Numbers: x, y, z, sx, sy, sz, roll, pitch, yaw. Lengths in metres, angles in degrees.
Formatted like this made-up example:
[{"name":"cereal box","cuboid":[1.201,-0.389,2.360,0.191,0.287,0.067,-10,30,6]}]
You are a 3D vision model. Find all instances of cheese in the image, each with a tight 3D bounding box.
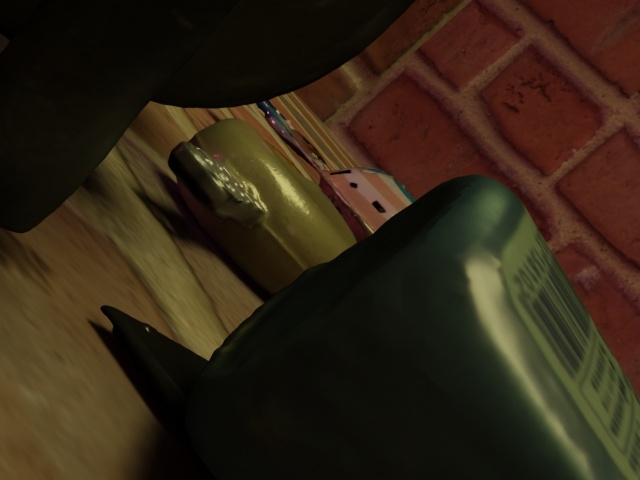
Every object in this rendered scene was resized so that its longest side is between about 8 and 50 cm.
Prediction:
[{"name":"cheese","cuboid":[0.033,-0.018,1.169,0.286,0.074,0.189,49,3,21]},{"name":"cheese","cuboid":[-0.033,-0.019,0.707,0.092,0.047,0.171,50,5,33]}]

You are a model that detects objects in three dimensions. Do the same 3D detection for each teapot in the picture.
[{"name":"teapot","cuboid":[-0.021,-0.172,0.441,0.223,0.305,0.285,57,-40,-2]}]

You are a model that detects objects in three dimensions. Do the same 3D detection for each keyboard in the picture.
[{"name":"keyboard","cuboid":[-0.004,0.069,0.482,0.063,0.010,0.198,50,4,29]}]

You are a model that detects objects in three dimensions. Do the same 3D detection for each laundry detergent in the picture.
[{"name":"laundry detergent","cuboid":[0.087,0.123,0.382,0.290,0.094,0.143,54,6,-2]}]

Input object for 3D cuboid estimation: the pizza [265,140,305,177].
[{"name":"pizza","cuboid":[0.000,0.000,0.942,0.176,0.036,0.184,49,2,-17]}]
